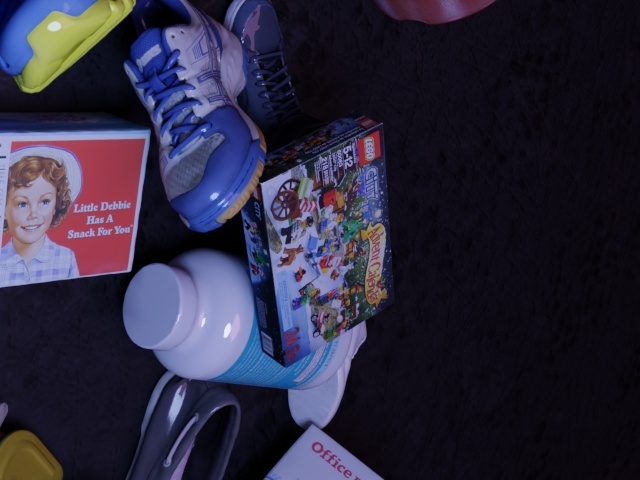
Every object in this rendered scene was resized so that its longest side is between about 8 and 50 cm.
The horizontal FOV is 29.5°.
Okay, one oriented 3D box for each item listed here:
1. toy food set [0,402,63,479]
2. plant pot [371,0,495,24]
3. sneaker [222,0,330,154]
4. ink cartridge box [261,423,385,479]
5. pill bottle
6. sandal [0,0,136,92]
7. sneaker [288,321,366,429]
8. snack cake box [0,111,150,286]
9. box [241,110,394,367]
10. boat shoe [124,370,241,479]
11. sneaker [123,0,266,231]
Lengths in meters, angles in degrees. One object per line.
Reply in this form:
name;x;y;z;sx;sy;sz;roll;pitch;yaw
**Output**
toy food set;-0.337;0.264;1.263;0.217;0.071;0.128;70;23;-47
plant pot;0.101;-0.386;1.278;0.272;0.272;0.265;-54;146;-13
sneaker;-0.032;-0.148;1.312;0.086;0.163;0.226;-22;122;-37
ink cartridge box;-0.019;0.392;1.544;0.232;0.171;0.168;-45;161;-23
pill bottle;-0.094;0.089;1.371;0.264;0.146;0.146;14;98;-50
sandal;-0.236;-0.221;0.998;0.126;0.317;0.138;-39;116;5
sneaker;0.022;0.146;1.584;0.094;0.080;0.212;-4;111;-58
snack cake box;-0.296;-0.040;1.137;0.264;0.089;0.152;-6;111;-46
box;0.000;0.000;1.266;0.159;0.044;0.233;-29;130;-29
boat shoe;-0.178;0.312;1.428;0.112;0.096;0.335;5;105;-48
sneaker;-0.136;-0.130;1.154;0.112;0.296;0.131;-35;129;18
